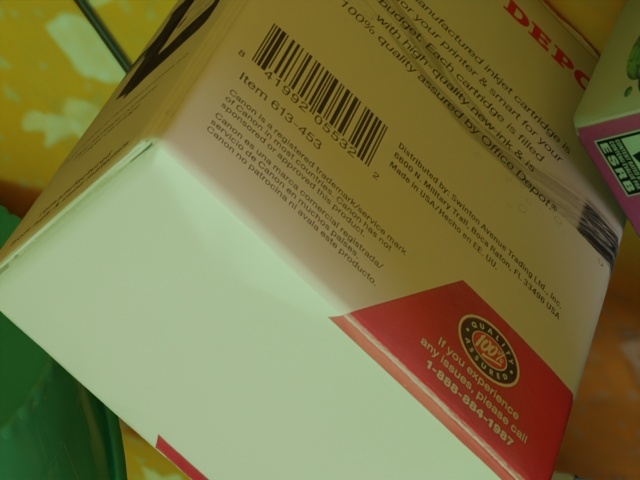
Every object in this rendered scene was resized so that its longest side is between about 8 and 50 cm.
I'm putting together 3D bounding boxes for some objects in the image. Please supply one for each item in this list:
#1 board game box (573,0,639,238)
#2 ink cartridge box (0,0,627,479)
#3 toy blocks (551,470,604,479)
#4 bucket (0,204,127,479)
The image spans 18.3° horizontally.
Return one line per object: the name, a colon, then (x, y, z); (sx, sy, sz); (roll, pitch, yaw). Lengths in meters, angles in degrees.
board game box: (0.274, -0.017, 0.677); (0.303, 0.097, 0.224); (-15, 122, 38)
ink cartridge box: (0.012, -0.017, 0.707); (0.172, 0.237, 0.100); (44, 126, -14)
toy blocks: (0.125, 0.178, 0.822); (0.261, 0.190, 0.381); (2, 160, 26)
bucket: (-0.229, 0.108, 0.957); (0.281, 0.281, 0.183); (14, 134, 18)
